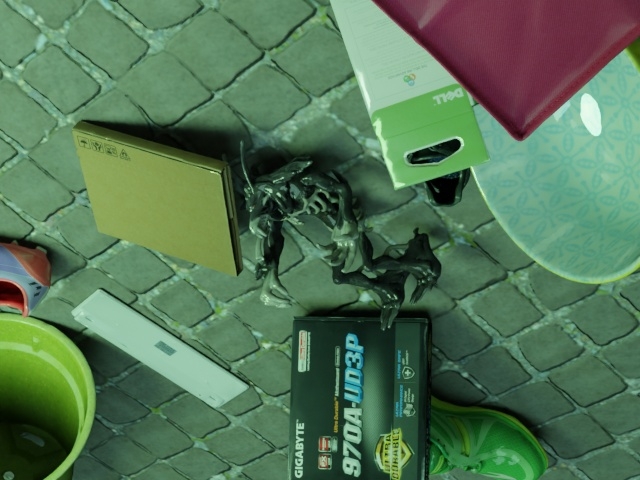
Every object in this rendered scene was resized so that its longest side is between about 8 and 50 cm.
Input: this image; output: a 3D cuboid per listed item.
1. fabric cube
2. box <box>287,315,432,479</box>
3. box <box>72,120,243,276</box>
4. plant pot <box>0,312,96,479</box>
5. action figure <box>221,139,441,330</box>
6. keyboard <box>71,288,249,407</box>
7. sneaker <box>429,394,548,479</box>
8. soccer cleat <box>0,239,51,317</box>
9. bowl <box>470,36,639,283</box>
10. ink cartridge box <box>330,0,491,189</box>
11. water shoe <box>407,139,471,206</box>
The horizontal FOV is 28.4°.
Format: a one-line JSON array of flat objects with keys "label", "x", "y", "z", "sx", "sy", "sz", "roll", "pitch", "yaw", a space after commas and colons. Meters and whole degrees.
[{"label": "fabric cube", "x": 0.134, "y": -0.286, "z": 0.997, "sx": 0.254, "sy": 0.258, "sz": 0.259, "roll": -42, "pitch": 117, "yaw": 15}, {"label": "box", "x": 0.050, "y": 0.206, "z": 1.588, "sx": 0.175, "sy": 0.220, "sz": 0.051, "roll": 1, "pitch": 172, "yaw": 11}, {"label": "box", "x": -0.187, "y": -0.047, "z": 1.469, "sx": 0.201, "sy": 0.021, "sz": 0.164, "roll": 17, "pitch": 138, "yaw": 21}, {"label": "plant pot", "x": -0.439, "y": 0.281, "z": 1.741, "sx": 0.276, "sy": 0.276, "sz": 0.254, "roll": 10, "pitch": 146, "yaw": 1}, {"label": "action figure", "x": 0.000, "y": 0.000, "z": 1.441, "sx": 0.276, "sy": 0.141, "sz": 0.164, "roll": 30, "pitch": 144, "yaw": -19}, {"label": "keyboard", "x": -0.216, "y": 0.149, "z": 1.719, "sx": 0.256, "sy": 0.014, "sz": 0.072, "roll": 36, "pitch": 125, "yaw": -23}, {"label": "sneaker", "x": 0.160, "y": 0.273, "z": 1.682, "sx": 0.296, "sy": 0.123, "sz": 0.109, "roll": 22, "pitch": 134, "yaw": -11}, {"label": "soccer cleat", "x": -0.463, "y": 0.034, "z": 1.595, "sx": 0.248, "sy": 0.095, "sz": 0.083, "roll": 12, "pitch": 135, "yaw": -1}, {"label": "bowl", "x": 0.282, "y": -0.118, "z": 1.233, "sx": 0.156, "sy": 0.289, "sz": 0.289, "roll": -22, "pitch": 143, "yaw": -28}, {"label": "ink cartridge box", "x": 0.096, "y": -0.167, "z": 1.242, "sx": 0.109, "sy": 0.062, "sz": 0.209, "roll": -16, "pitch": 97, "yaw": 26}, {"label": "water shoe", "x": 0.117, "y": -0.123, "z": 1.335, "sx": 0.073, "sy": 0.080, "sz": 0.203, "roll": -13, "pitch": 130, "yaw": 22}]
